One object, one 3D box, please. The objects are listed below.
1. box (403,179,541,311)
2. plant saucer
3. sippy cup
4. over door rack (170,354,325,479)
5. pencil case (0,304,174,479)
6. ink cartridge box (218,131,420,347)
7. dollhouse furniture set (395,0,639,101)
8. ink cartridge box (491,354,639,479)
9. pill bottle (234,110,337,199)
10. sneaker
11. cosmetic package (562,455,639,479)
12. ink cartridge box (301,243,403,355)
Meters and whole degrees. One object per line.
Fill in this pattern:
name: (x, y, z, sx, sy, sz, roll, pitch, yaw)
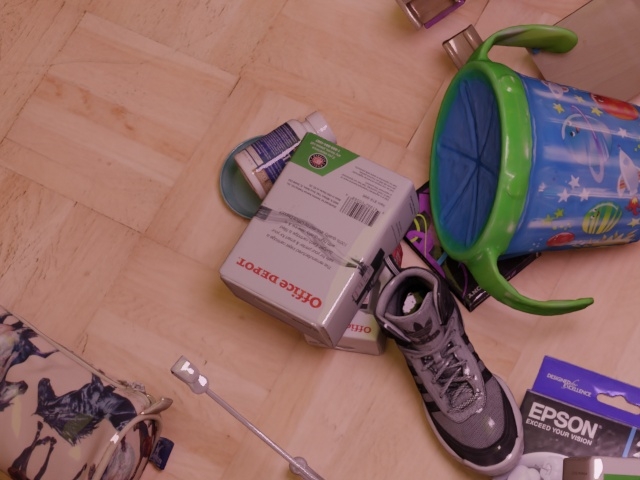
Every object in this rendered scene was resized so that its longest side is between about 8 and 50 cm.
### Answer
box: (0.175, -0.008, 1.790, 0.116, 0.029, 0.162, -39, 69, -7)
plant saucer: (-0.068, -0.077, 1.861, 0.119, 0.021, 0.119, -3, 69, 8)
sippy cup: (0.269, -0.083, 1.694, 0.224, 0.240, 0.306, 4, 109, -16)
over door rack: (-0.116, 0.314, 1.627, 0.324, 0.108, 0.239, 42, 78, -10)
pencil case: (-0.371, 0.163, 1.740, 0.410, 0.160, 0.183, 33, 78, 19)
ink cartridge box: (0.000, 0.000, 1.721, 0.153, 0.087, 0.208, 28, 75, 20)
dollhouse furniture set: (0.304, -0.276, 1.858, 0.286, 0.198, 0.303, -34, 98, 18)
ink cartridge box: (0.315, 0.249, 1.657, 0.206, 0.045, 0.208, 18, 71, 16)
pill bottle: (-0.042, -0.109, 1.820, 0.120, 0.067, 0.067, -33, 67, -4)
sneaker: (0.135, 0.136, 1.653, 0.101, 0.153, 0.269, -30, 56, 7)
cosmetic package: (0.340, 0.403, 1.452, 0.196, 0.155, 0.366, 2, 81, -2)
ink cartridge box: (0.039, 0.062, 1.769, 0.099, 0.056, 0.135, 7, 70, 12)
